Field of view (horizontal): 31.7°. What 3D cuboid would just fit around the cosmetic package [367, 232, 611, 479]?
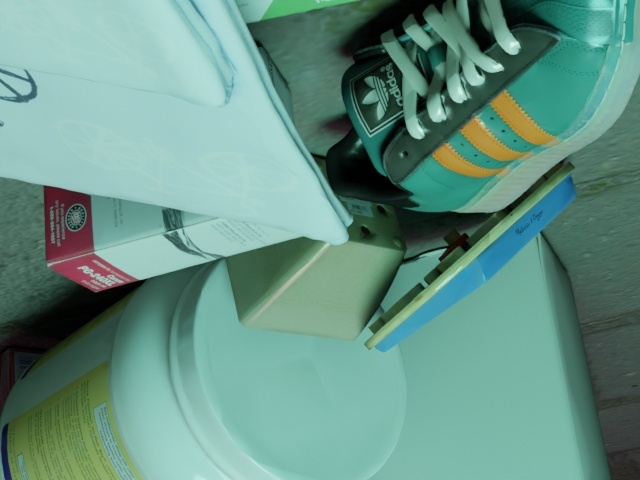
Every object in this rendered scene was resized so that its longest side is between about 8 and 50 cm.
[{"bbox_3d":[0.148,0.197,0.995,0.197,0.365,0.155,-14,155,21],"label":"cosmetic package"}]

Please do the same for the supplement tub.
[{"bbox_3d":[-0.109,0.152,0.969,0.241,0.241,0.331,11,151,-37],"label":"supplement tub"}]

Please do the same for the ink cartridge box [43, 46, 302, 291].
[{"bbox_3d":[-0.089,-0.042,0.688,0.151,0.109,0.063,-14,155,15],"label":"ink cartridge box"}]

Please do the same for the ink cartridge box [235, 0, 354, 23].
[{"bbox_3d":[-0.046,-0.173,0.418,0.154,0.093,0.212,-10,159,6],"label":"ink cartridge box"}]

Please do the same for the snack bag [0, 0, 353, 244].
[{"bbox_3d":[-0.173,-0.088,0.498,0.323,0.037,0.342,10,161,18],"label":"snack bag"}]

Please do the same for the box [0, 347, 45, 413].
[{"bbox_3d":[-0.268,0.274,1.130,0.154,0.299,0.142,10,149,-38],"label":"box"}]

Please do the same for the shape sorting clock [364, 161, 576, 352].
[{"bbox_3d":[0.110,0.010,0.850,0.206,0.040,0.206,-39,177,-2],"label":"shape sorting clock"}]

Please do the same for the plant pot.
[{"bbox_3d":[0.000,0.000,0.832,0.109,0.109,0.096,11,141,-36],"label":"plant pot"}]

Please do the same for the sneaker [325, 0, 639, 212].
[{"bbox_3d":[0.081,-0.087,0.639,0.121,0.108,0.302,-6,159,-14],"label":"sneaker"}]
